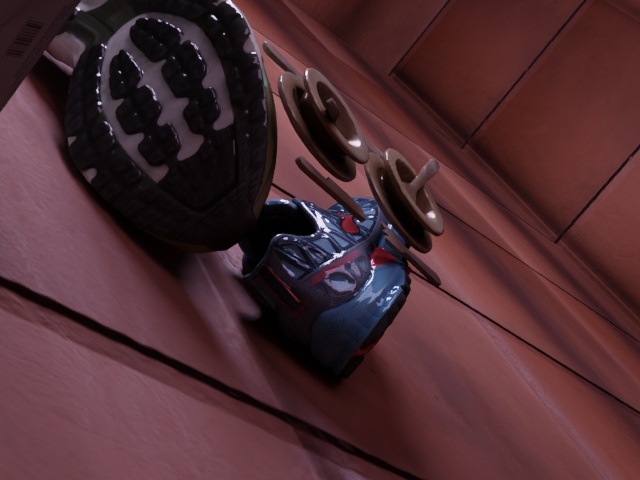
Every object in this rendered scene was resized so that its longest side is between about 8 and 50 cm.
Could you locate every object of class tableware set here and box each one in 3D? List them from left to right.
[{"bbox_3d":[0.038,-0.060,0.855,0.194,0.039,0.128,39,26,-45],"label":"tableware set"}]

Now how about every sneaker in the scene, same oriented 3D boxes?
[{"bbox_3d":[-0.102,-0.107,0.951,0.182,0.158,0.410,50,7,-40],"label":"sneaker"},{"bbox_3d":[0.000,0.000,0.916,0.125,0.104,0.262,36,12,-8],"label":"sneaker"}]

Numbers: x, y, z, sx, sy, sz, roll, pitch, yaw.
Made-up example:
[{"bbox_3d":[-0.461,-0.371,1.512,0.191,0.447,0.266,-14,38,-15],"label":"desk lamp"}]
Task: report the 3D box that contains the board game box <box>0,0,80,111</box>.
[{"bbox_3d":[-0.287,-0.203,0.697,0.275,0.144,0.142,41,12,9],"label":"board game box"}]
